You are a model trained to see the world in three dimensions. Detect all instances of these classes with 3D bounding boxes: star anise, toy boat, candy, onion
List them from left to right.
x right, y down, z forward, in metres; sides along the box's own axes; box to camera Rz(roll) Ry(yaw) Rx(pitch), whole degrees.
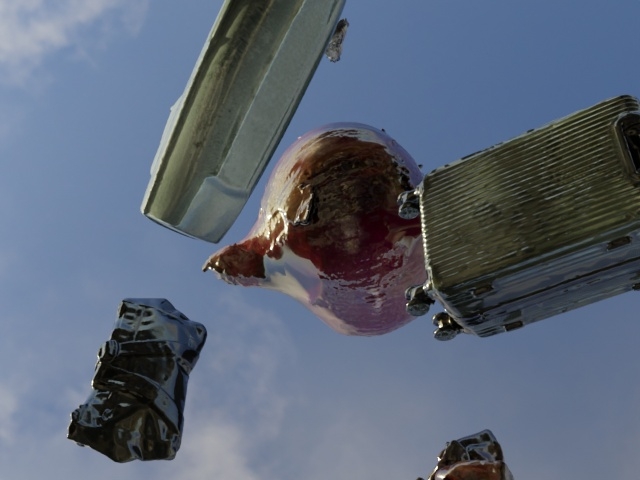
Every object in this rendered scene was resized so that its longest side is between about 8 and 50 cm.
[{"bbox_3d":[-0.048,-0.125,0.573,0.085,0.078,0.260,27,-89,49],"label":"toy boat"},{"bbox_3d":[-0.039,-0.261,1.153,0.226,0.094,0.051,-23,-103,-41],"label":"candy"},{"bbox_3d":[0.000,0.000,1.316,0.385,0.348,0.348,-17,-121,0],"label":"onion"},{"bbox_3d":[0.127,0.307,0.877,0.129,0.283,0.212,20,-90,18],"label":"star anise"}]

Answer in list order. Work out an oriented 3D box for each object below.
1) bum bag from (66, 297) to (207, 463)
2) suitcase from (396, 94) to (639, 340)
[{"bbox_3d":[-0.149,0.116,0.695,0.087,0.049,0.198,16,-148,-8],"label":"bum bag"},{"bbox_3d":[0.244,-0.020,0.924,0.312,0.128,0.202,-23,-134,26],"label":"suitcase"}]
